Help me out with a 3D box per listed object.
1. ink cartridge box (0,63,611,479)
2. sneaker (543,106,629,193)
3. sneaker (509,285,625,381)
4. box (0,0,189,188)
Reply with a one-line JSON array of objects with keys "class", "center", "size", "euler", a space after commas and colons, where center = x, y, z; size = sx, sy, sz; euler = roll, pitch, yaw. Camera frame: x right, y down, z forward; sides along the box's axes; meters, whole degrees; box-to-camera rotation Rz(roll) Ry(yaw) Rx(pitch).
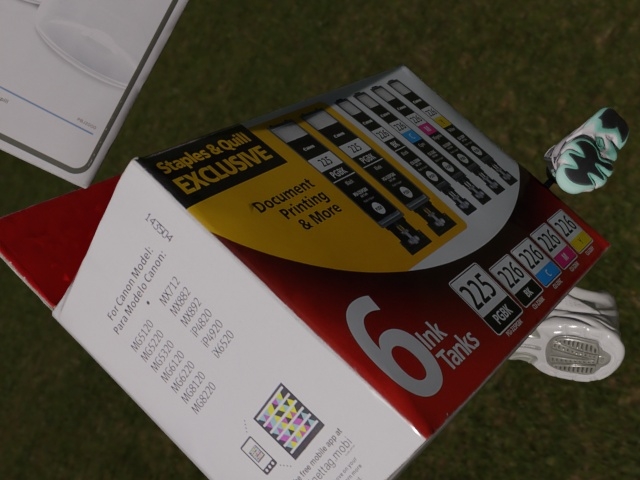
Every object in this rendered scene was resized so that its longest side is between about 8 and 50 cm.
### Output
[{"class": "ink cartridge box", "center": [0.000, 0.000, 0.660], "size": [0.309, 0.272, 0.130], "euler": [-31, -20, -55]}, {"class": "sneaker", "center": [0.178, -0.050, 0.751], "size": [0.098, 0.038, 0.069], "euler": [-41, 0, -43]}, {"class": "sneaker", "center": [0.195, 0.070, 1.078], "size": [0.115, 0.232, 0.090], "euler": [-64, -15, -51]}, {"class": "box", "center": [-0.109, -0.189, 0.426], "size": [0.290, 0.169, 0.087], "euler": [-61, 30, 0]}]
